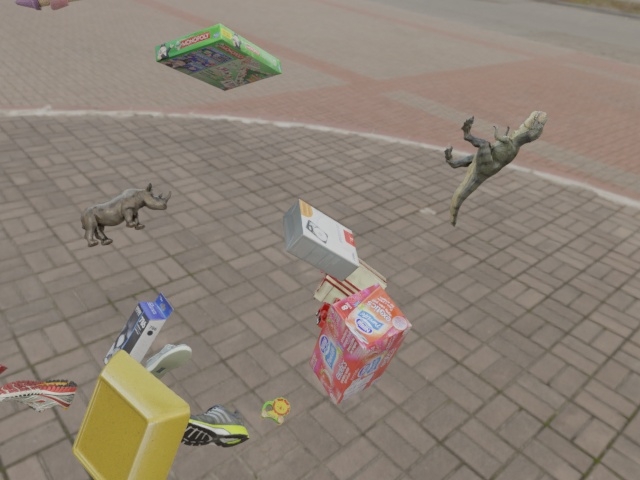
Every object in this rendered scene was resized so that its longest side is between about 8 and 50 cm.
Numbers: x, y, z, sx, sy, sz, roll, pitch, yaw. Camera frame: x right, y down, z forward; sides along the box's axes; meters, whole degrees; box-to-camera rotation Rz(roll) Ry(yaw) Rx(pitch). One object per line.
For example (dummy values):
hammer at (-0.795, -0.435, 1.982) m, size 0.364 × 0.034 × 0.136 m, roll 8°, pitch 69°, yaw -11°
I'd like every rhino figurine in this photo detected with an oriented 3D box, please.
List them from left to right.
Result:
rhino figurine at (-0.500, -0.078, 1.329) m, size 0.243 × 0.073 × 0.106 m, roll -27°, pitch 81°, yaw -14°

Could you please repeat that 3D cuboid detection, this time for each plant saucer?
plant saucer at (-0.516, 0.503, 1.333) m, size 0.333 × 0.332 × 0.081 m, roll 24°, pitch 5°, yaw 34°

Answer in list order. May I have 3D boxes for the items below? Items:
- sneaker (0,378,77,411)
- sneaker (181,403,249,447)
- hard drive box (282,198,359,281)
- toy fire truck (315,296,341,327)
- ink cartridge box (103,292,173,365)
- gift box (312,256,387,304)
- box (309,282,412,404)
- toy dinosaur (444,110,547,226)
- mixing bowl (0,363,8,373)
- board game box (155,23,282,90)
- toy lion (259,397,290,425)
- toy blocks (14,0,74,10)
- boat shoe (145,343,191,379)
sneaker at (-0.860, 0.476, 1.549) m, size 0.225 × 0.092 × 0.088 m, roll 10°, pitch 0°, yaw -33°
sneaker at (-0.375, 0.613, 1.725) m, size 0.300 × 0.111 × 0.121 m, roll 32°, pitch 24°, yaw -44°
hard drive box at (0.000, 0.000, 1.640) m, size 0.232 × 0.089 × 0.181 m, roll 30°, pitch 31°, yaw -30°
toy fire truck at (0.038, 0.250, 1.846) m, size 0.047 × 0.135 × 0.192 m, roll 30°, pitch 11°, yaw -8°
ink cartridge box at (-0.677, 0.352, 1.903) m, size 0.065 × 0.332 × 0.165 m, roll 33°, pitch -3°, yaw -38°
gift box at (0.105, 0.202, 2.195) m, size 0.258 × 0.276 × 0.255 m, roll 39°, pitch 3°, yaw 2°
box at (0.078, 0.227, 1.108) m, size 0.128 × 0.257 × 0.122 m, roll -21°, pitch 57°, yaw -29°
toy dinosaur at (0.302, -0.159, 0.988) m, size 0.118 × 0.268 × 0.064 m, roll 47°, pitch 30°, yaw 16°
mixing bowl at (-1.139, 0.415, 1.683) m, size 0.181 × 0.181 × 0.098 m, roll 19°, pitch 63°, yaw 21°
board game box at (-0.278, -0.510, 1.466) m, size 0.213 × 0.046 × 0.317 m, roll -9°, pitch -3°, yaw 23°
toy lion at (-0.162, 0.617, 1.878) m, size 0.100 × 0.034 × 0.096 m, roll 21°, pitch 49°, yaw -6°
toy blocks at (-0.655, -0.686, 1.089) m, size 0.260 × 0.309 × 0.288 m, roll -17°, pitch 1°, yaw -14°
boat shoe at (-0.518, 0.392, 1.729) m, size 0.079 × 0.227 × 0.081 m, roll 34°, pitch 33°, yaw -37°
